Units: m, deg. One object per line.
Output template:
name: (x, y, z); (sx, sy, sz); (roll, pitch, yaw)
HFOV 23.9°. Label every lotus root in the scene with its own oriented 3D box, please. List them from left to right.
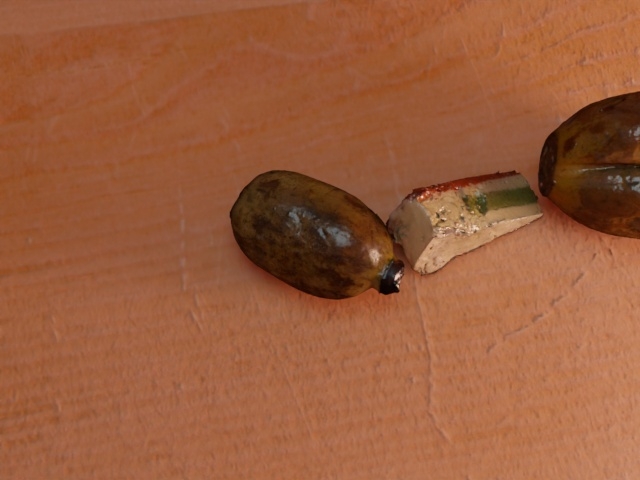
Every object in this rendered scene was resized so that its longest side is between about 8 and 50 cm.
lotus root: (0.000, 0.000, 2.007); (0.260, 0.128, 0.145); (27, 83, 19)
lotus root: (0.387, -0.102, 2.012); (0.180, 0.199, 0.188); (3, 58, -4)

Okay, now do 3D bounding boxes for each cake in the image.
cake: (0.188, -0.022, 2.065); (0.220, 0.117, 0.086); (-12, 64, -42)
